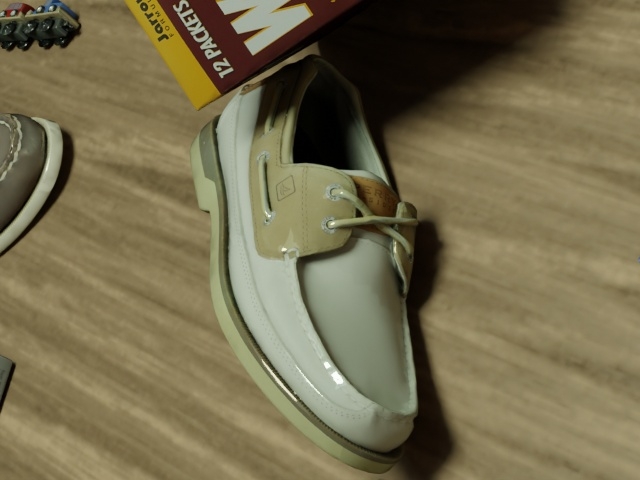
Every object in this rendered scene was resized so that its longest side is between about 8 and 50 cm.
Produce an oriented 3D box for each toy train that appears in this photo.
[{"bbox_3d":[-0.250,-0.178,1.506,0.158,0.027,0.036,3,60,46],"label":"toy train"}]

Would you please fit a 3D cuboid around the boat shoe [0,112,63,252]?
[{"bbox_3d":[-0.340,-0.025,1.454,0.324,0.097,0.116,-23,53,35],"label":"boat shoe"}]

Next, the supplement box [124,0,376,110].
[{"bbox_3d":[-0.002,-0.202,1.126,0.194,0.129,0.191,-31,5,30],"label":"supplement box"}]

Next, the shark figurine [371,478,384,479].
[{"bbox_3d":[-0.083,0.243,1.028,0.116,0.278,0.166,149,110,-80],"label":"shark figurine"}]

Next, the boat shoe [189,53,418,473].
[{"bbox_3d":[0.000,0.000,1.093,0.103,0.113,0.302,-47,42,23],"label":"boat shoe"}]

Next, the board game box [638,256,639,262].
[{"bbox_3d":[0.258,0.026,0.882,0.136,0.035,0.201,-48,43,14],"label":"board game box"}]

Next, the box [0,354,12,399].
[{"bbox_3d":[-0.310,0.133,1.354,0.137,0.072,0.126,0,69,44],"label":"box"}]
